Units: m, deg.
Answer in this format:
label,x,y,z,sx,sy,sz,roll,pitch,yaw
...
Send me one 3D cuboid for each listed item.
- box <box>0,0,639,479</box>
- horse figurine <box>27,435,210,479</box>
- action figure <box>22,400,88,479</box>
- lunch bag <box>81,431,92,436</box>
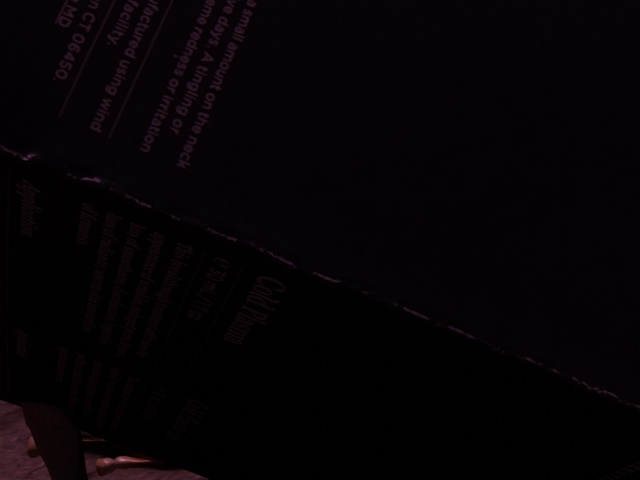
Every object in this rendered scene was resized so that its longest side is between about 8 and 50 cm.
label,x,y,z,sx,sy,sz,roll,pitch,yaw
box,0.000,0.000,0.559,0.313,0.179,0.343,24,-24,-5
horse figurine,-0.074,0.131,0.793,0.174,0.066,0.263,-8,-31,8
action figure,-0.191,0.187,0.491,0.341,0.178,0.330,-34,3,25
lunch bag,-0.132,0.113,1.134,0.224,0.107,0.279,-21,12,-39
